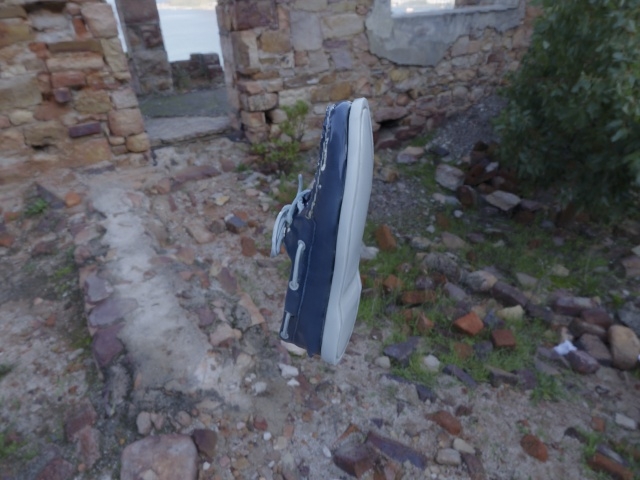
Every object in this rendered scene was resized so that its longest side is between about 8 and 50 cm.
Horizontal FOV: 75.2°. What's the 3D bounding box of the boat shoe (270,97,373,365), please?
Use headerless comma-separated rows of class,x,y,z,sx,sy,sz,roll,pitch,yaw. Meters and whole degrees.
boat shoe,0.000,0.000,0.380,0.079,0.254,0.095,14,33,16
